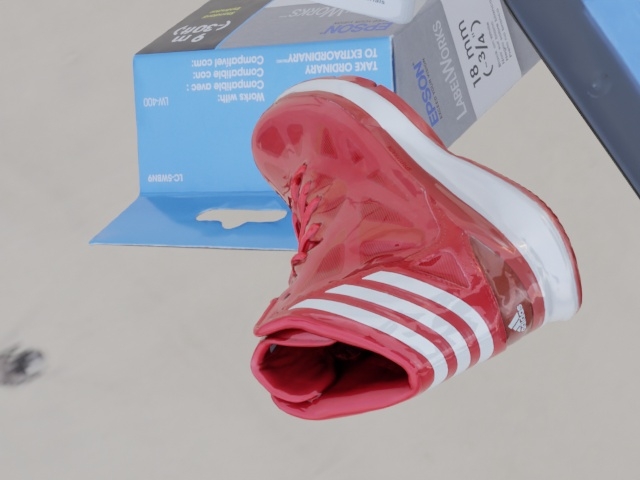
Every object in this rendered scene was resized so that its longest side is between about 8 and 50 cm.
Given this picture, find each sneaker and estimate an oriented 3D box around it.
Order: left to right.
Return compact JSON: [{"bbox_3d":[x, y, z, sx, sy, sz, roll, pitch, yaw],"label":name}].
[{"bbox_3d":[0.000,0.000,0.777,0.221,0.128,0.087,28,142,53],"label":"sneaker"}]

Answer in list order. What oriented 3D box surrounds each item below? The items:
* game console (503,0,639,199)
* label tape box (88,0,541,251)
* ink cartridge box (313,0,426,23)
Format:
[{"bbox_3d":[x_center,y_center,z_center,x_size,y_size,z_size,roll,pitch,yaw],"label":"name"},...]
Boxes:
[{"bbox_3d":[0.224,-0.043,0.454,0.293,0.173,0.250,55,160,1],"label":"game console"},{"bbox_3d":[-0.002,-0.121,1.291,0.241,0.334,0.106,1,121,36],"label":"label tape box"},{"bbox_3d":[0.040,-0.211,0.835,0.072,0.127,0.175,16,123,14],"label":"ink cartridge box"}]
